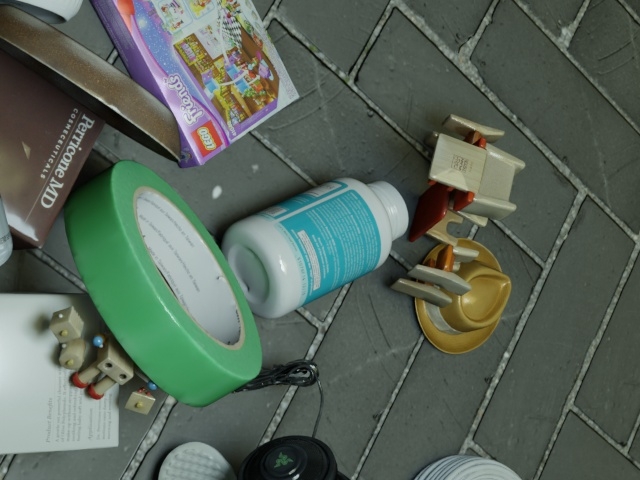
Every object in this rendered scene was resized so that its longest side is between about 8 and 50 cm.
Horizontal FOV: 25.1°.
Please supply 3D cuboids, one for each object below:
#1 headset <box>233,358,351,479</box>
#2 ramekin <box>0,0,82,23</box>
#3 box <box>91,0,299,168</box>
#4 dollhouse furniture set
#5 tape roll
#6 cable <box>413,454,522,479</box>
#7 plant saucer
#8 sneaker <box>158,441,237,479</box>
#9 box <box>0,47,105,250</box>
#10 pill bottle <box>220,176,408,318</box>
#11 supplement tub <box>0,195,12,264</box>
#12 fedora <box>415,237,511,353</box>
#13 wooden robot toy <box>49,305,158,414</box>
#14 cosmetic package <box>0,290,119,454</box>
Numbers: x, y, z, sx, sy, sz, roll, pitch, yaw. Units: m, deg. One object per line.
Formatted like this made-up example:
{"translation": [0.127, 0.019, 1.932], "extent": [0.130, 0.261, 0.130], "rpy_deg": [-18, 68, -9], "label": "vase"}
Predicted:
{"translation": [-0.049, 0.344, 1.913], "extent": [0.243, 0.185, 0.394], "rpy_deg": [63, 26, -58], "label": "headset"}
{"translation": [-0.376, -0.335, 1.738], "extent": [0.207, 0.207, 0.109], "rpy_deg": [13, 87, -35], "label": "ramekin"}
{"translation": [-0.174, -0.274, 1.971], "extent": [0.201, 0.057, 0.293], "rpy_deg": [-38, 110, -32], "label": "box"}
{"translation": [0.184, -0.066, 2.112], "extent": [0.135, 0.259, 0.262], "rpy_deg": [19, 69, -11], "label": "dollhouse furniture set"}
{"translation": [-0.192, 0.053, 1.804], "extent": [0.077, 0.321, 0.321], "rpy_deg": [-32, 113, 12], "label": "tape roll"}
{"translation": [0.228, 0.462, 2.218], "extent": [0.257, 0.089, 0.257], "rpy_deg": [46, 63, -26], "label": "cable"}
{"translation": [-0.288, -0.196, 1.726], "extent": [0.310, 0.310, 0.050], "rpy_deg": [34, 86, -31], "label": "plant saucer"}
{"translation": [-0.132, 0.432, 1.942], "extent": [0.126, 0.127, 0.321], "rpy_deg": [-19, 78, 1], "label": "sneaker"}
{"translation": [-0.468, -0.158, 1.701], "extent": [0.381, 0.143, 0.191], "rpy_deg": [35, 69, -32], "label": "box"}
{"translation": [0.000, 0.000, 2.034], "extent": [0.264, 0.146, 0.146], "rpy_deg": [-25, 103, -34], "label": "pill bottle"}
{"translation": [-0.458, -0.116, 1.497], "extent": [0.207, 0.207, 0.338], "rpy_deg": [-21, 105, -35], "label": "supplement tub"}
{"translation": [0.236, 0.086, 2.247], "extent": [0.194, 0.079, 0.194], "rpy_deg": [2, 87, -37], "label": "fedora"}
{"translation": [-0.259, 0.133, 1.715], "extent": [0.173, 0.076, 0.079], "rpy_deg": [44, 27, -28], "label": "wooden robot toy"}
{"translation": [-0.430, 0.155, 1.703], "extent": [0.365, 0.155, 0.197], "rpy_deg": [4, 86, -36], "label": "cosmetic package"}
